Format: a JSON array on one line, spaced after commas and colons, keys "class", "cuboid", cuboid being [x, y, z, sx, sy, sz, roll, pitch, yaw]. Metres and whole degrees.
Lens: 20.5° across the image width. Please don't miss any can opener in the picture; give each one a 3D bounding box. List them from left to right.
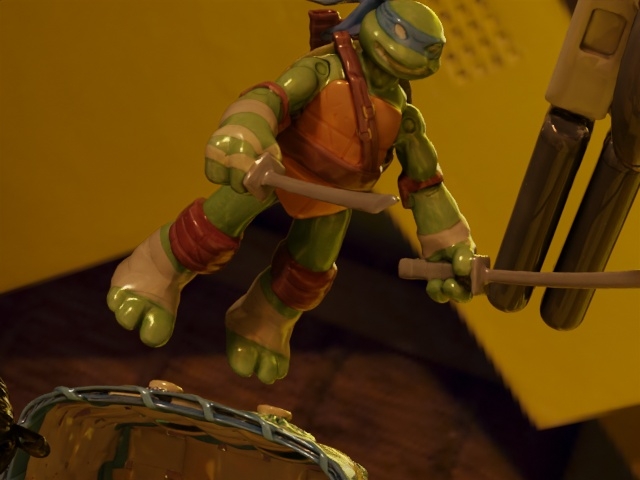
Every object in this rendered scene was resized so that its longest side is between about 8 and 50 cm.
[{"class": "can opener", "cuboid": [0.157, -0.039, 1.051, 0.076, 0.283, 0.095, 19, -135, 5]}]

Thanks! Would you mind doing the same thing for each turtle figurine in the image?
[{"class": "turtle figurine", "cuboid": [0.000, 0.000, 1.073, 0.197, 0.266, 0.275, -10, -121, -50]}]

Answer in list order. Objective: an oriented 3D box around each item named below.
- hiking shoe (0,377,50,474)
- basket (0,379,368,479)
[{"class": "hiking shoe", "cuboid": [-0.252, 0.134, 0.890, 0.227, 0.114, 0.086, -36, -44, -12]}, {"class": "basket", "cuboid": [-0.100, 0.189, 1.035, 0.289, 0.254, 0.201, -15, -65, -75]}]
